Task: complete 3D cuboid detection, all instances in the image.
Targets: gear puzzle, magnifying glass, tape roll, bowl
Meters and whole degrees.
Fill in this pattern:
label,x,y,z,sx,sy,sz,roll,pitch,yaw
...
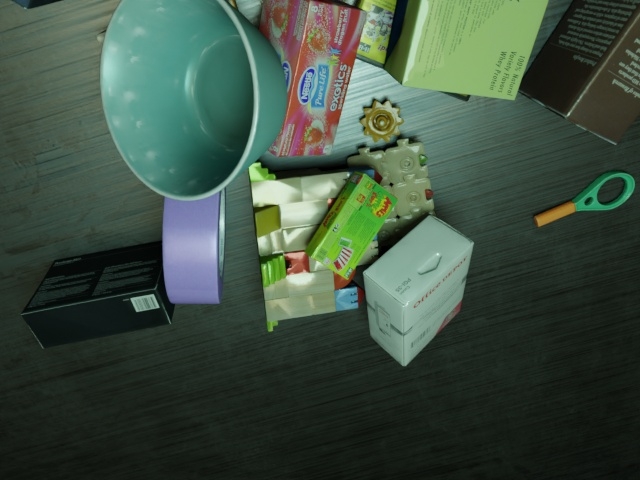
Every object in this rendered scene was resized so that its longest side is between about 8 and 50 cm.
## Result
label,x,y,z,sx,sy,sz,roll,pitch,yaw
gear puzzle,0.143,-0.132,1.032,0.175,0.044,0.339,-11,119,11
magnifying glass,0.610,-0.089,1.128,0.231,0.026,0.092,-23,122,8
tape roll,-0.228,-0.019,0.913,0.090,0.275,0.275,1,121,-9
bowl,-0.175,-0.229,0.759,0.311,0.163,0.312,10,110,29

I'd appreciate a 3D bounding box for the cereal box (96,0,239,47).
label,x,y,z,sx,sy,sz,roll,pitch,yaw
cereal box,-0.240,-0.316,0.863,0.240,0.047,0.173,-17,123,3

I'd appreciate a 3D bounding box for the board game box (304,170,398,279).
label,x,y,z,sx,sy,sz,roll,pitch,yaw
board game box,0.058,-0.028,0.919,0.092,0.043,0.181,32,90,-27

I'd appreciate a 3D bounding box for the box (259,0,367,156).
label,x,y,z,sx,sy,sz,roll,pitch,yaw
box,-0.034,-0.284,0.841,0.128,0.122,0.257,-11,129,-40

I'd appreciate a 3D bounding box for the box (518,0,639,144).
label,x,y,z,sx,sy,sz,roll,pitch,yaw
box,0.539,-0.383,0.841,0.143,0.191,0.381,21,117,-19

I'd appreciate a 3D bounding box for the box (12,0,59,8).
label,x,y,z,sx,sy,sz,roll,pitch,yaw
box,-0.453,-0.527,0.630,0.296,0.183,0.294,27,113,-22

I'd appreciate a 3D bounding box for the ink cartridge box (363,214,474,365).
label,x,y,z,sx,sy,sz,roll,pitch,yaw
ink cartridge box,0.209,0.113,1.049,0.207,0.117,0.283,-39,146,-19

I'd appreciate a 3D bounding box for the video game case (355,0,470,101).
label,x,y,z,sx,sy,sz,roll,pitch,yaw
video game case,0.204,-0.412,0.871,0.274,0.035,0.248,15,118,-17

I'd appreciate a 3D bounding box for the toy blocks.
label,x,y,z,sx,sy,sz,roll,pitch,yaw
toy blocks,0.000,0.000,1.006,0.260,0.191,0.382,-7,107,-9

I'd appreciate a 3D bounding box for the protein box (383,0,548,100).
label,x,y,z,sx,sy,sz,roll,pitch,yaw
protein box,0.234,-0.358,0.807,0.201,0.136,0.200,4,120,-10

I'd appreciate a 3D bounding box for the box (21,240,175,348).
label,x,y,z,sx,sy,sz,roll,pitch,yaw
box,-0.440,0.106,1.017,0.261,0.184,0.103,-10,124,-1
